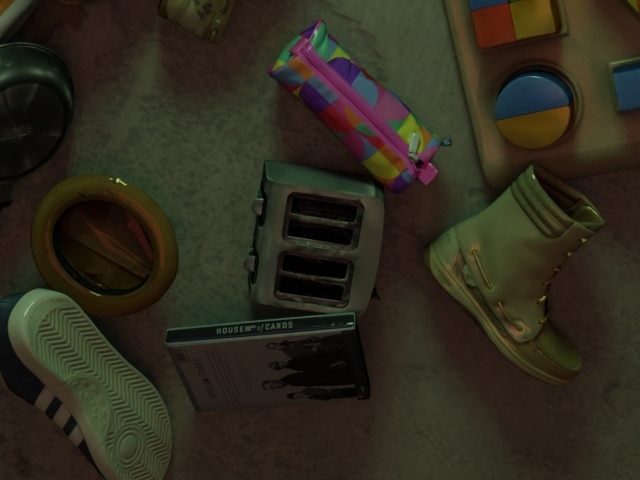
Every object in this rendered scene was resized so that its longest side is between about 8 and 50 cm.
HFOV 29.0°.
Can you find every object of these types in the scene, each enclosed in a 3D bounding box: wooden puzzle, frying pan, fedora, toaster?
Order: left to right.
[{"bbox_3d":[-0.409,-0.090,1.505,0.053,0.197,0.326,39,106,33],"label":"frying pan"},{"bbox_3d":[-0.269,0.002,1.578,0.194,0.079,0.194,1,104,6],"label":"fedora"},{"bbox_3d":[0.000,0.000,1.559,0.186,0.110,0.168,9,108,-3],"label":"toaster"},{"bbox_3d":[0.314,-0.234,1.460,0.322,0.080,0.347,-10,109,20],"label":"wooden puzzle"}]

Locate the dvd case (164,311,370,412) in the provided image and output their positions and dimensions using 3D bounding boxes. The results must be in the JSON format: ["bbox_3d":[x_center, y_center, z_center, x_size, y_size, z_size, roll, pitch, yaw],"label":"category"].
[{"bbox_3d":[-0.063,0.160,1.594,0.239,0.029,0.179,-5,143,6],"label":"dvd case"}]

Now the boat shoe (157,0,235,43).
[{"bbox_3d":[-0.087,-0.366,1.459,0.089,0.104,0.285,31,115,-13],"label":"boat shoe"}]

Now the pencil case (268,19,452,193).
[{"bbox_3d":[0.047,-0.160,1.516,0.236,0.104,0.104,42,103,-10],"label":"pencil case"}]

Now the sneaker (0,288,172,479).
[{"bbox_3d":[-0.325,0.197,1.630,0.148,0.131,0.350,1,130,39],"label":"sneaker"}]

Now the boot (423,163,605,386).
[{"bbox_3d":[0.286,0.047,1.559,0.262,0.095,0.203,46,118,-6],"label":"boot"}]

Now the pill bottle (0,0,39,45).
[{"bbox_3d":[-0.448,-0.318,1.458,0.216,0.121,0.121,41,103,-11],"label":"pill bottle"}]

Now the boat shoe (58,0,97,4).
[{"bbox_3d":[-0.209,-0.398,1.434,0.123,0.116,0.324,37,104,-10],"label":"boat shoe"}]
